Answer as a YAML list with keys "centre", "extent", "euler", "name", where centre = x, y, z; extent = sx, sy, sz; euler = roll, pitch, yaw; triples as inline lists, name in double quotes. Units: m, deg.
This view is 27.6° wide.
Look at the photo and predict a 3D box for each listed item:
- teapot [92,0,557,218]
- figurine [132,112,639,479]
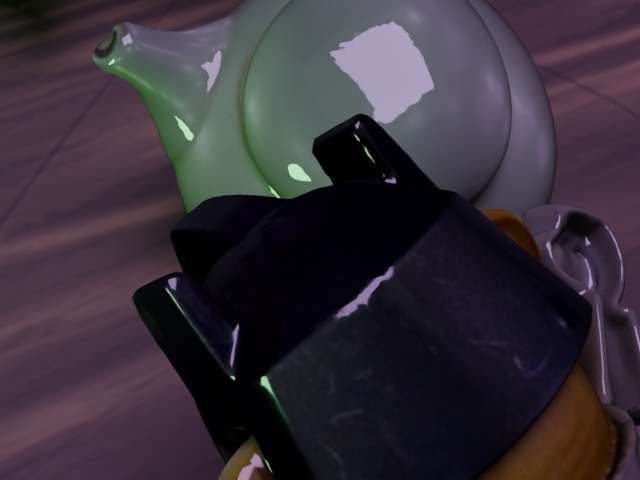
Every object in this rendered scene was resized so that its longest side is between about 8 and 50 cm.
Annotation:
- centre: [0.037, -0.008, 0.672]
  extent: [0.220, 0.149, 0.318]
  euler: [-23, 75, -4]
  name: "teapot"
- centre: [0.056, 0.089, 0.510]
  extent: [0.308, 0.143, 0.308]
  euler: [32, 44, -36]
  name: "figurine"
